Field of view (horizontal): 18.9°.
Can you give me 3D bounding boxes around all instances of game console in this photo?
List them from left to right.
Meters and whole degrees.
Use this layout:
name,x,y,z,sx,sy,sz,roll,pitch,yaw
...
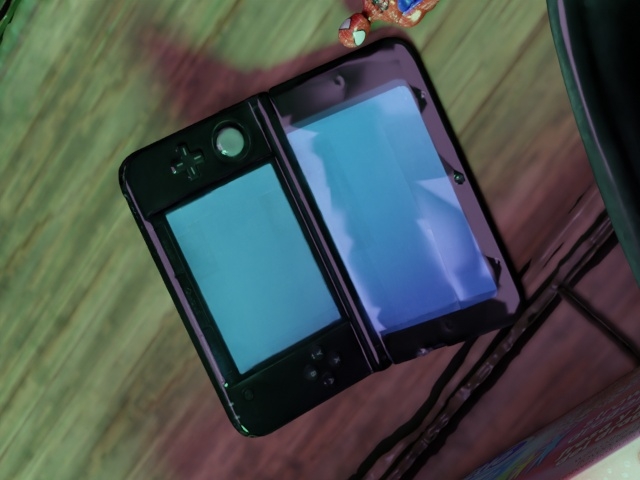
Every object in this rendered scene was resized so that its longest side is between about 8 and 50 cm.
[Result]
name,x,y,z,sx,sy,sz,roll,pitch,yaw
game console,0.000,0.000,0.740,0.071,0.107,0.122,-15,101,60

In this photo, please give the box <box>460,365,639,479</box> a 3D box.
name,x,y,z,sx,sy,sz,roll,pitch,yaw
box,0.080,0.165,0.712,0.300,0.142,0.154,-39,88,32

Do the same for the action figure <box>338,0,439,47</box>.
name,x,y,z,sx,sy,sz,roll,pitch,yaw
action figure,0.041,-0.113,0.702,0.038,0.030,0.115,41,123,3

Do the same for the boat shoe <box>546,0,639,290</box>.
name,x,y,z,sx,sy,sz,roll,pitch,yaw
boat shoe,0.169,0.082,0.495,0.187,0.156,0.500,128,135,-57
